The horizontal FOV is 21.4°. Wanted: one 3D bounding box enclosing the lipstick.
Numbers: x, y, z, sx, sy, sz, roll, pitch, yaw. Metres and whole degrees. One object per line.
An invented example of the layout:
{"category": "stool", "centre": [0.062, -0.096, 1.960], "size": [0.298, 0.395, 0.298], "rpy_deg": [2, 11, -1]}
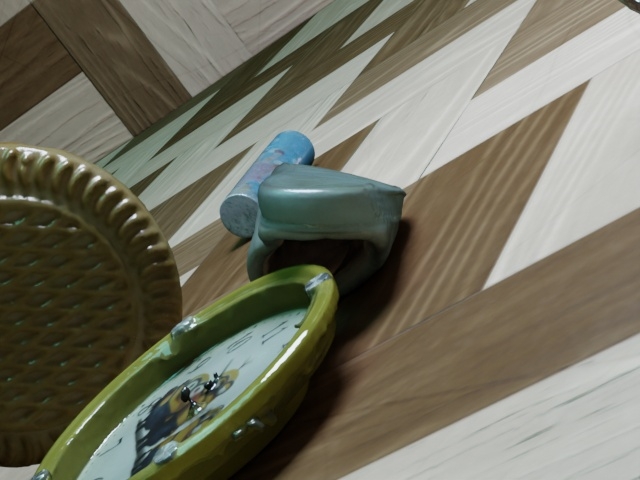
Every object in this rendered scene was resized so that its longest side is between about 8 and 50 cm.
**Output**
{"category": "lipstick", "centre": [-0.050, -0.056, 1.633], "size": [0.048, 0.048, 0.158], "rpy_deg": [-31, 13, 29]}

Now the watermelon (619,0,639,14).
{"category": "watermelon", "centre": [0.232, -0.139, 0.988], "size": [0.180, 0.081, 0.094], "rpy_deg": [18, 25, 34]}

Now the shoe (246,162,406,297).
{"category": "shoe", "centre": [0.000, 0.000, 1.164], "size": [0.251, 0.103, 0.100], "rpy_deg": [-14, -66, -86]}

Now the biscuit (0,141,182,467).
{"category": "biscuit", "centre": [-0.227, 0.051, 1.232], "size": [0.259, 0.259, 0.079], "rpy_deg": [-36, 17, 5]}

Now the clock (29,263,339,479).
{"category": "clock", "centre": [-0.074, 0.105, 1.021], "size": [0.237, 0.057, 0.237], "rpy_deg": [-35, 13, 10]}
